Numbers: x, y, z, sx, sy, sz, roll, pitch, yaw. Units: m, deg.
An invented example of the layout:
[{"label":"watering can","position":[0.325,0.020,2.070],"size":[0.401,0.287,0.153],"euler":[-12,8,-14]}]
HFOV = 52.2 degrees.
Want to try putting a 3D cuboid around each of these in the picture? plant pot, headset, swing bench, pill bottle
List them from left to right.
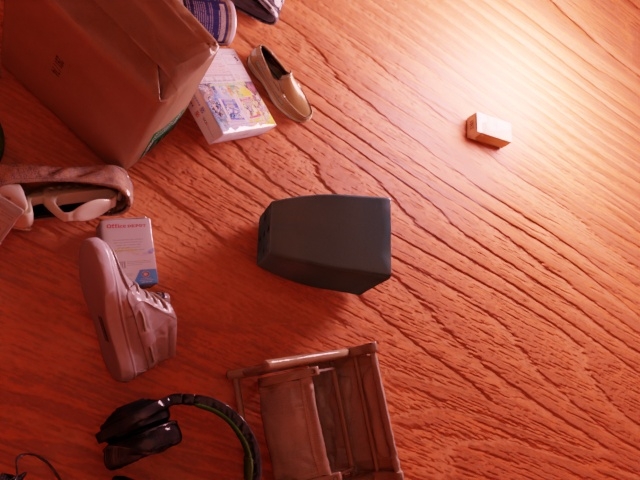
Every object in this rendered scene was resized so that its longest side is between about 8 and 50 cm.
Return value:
[{"label":"headset","position":[-0.285,0.363,1.010],"size":[0.394,0.185,0.244],"euler":[1,74,-13]},{"label":"pill bottle","position":[-0.264,-0.447,1.322],"size":[0.169,0.094,0.094],"euler":[-5,77,-30]},{"label":"swing bench","position":[-0.008,0.334,1.186],"size":[0.254,0.165,0.253],"euler":[-2,75,-34]},{"label":"plant pot","position":[0.000,0.000,1.293],"size":[0.234,0.165,0.166],"euler":[8,71,-18]}]

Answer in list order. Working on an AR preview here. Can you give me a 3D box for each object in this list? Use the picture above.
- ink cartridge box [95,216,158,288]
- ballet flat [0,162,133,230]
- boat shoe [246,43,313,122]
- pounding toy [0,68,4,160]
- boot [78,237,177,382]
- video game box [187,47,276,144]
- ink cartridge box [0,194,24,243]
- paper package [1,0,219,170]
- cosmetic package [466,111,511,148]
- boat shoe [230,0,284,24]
[{"label":"ink cartridge box","position":[-0.344,0.025,1.160],"size":[0.088,0.052,0.123],"euler":[-4,79,-29]},{"label":"ballet flat","position":[-0.462,-0.070,1.083],"size":[0.315,0.108,0.106],"euler":[-11,49,-29]},{"label":"boat shoe","position":[-0.080,-0.336,1.399],"size":[0.190,0.072,0.068],"euler":[46,59,-9]},{"label":"pounding toy","position":[-0.608,-0.207,1.055],"size":[0.182,0.110,0.237],"euler":[2,74,-28]},{"label":"boot","position":[-0.316,0.103,1.098],"size":[0.123,0.095,0.258],"euler":[-24,118,-39]},{"label":"video game box","position":[-0.194,-0.289,1.290],"size":[0.187,0.048,0.205],"euler":[59,29,2]},{"label":"ink cartridge box","position":[-0.573,-0.015,1.015],"size":[0.145,0.045,0.179],"euler":[36,85,-14]},{"label":"paper package","position":[-0.361,-0.312,1.093],"size":[0.309,0.325,0.168],"euler":[46,60,-9]},{"label":"cosmetic package","position":[0.433,-0.283,1.677],"size":[0.115,0.041,0.060],"euler":[10,70,-25]},{"label":"boat shoe","position":[-0.209,-0.554,1.375],"size":[0.301,0.108,0.102],"euler":[23,69,-35]}]
